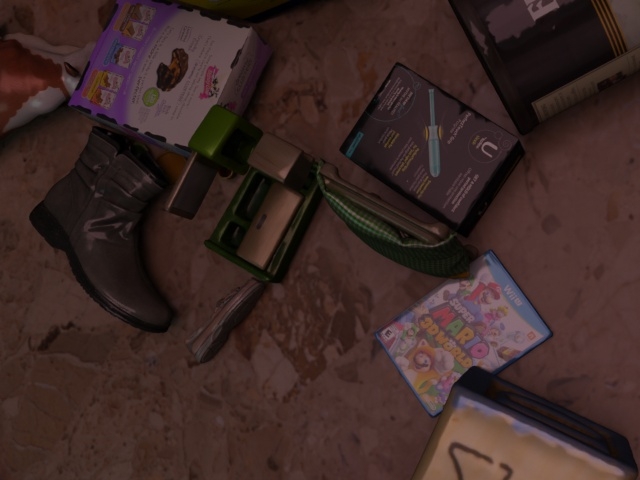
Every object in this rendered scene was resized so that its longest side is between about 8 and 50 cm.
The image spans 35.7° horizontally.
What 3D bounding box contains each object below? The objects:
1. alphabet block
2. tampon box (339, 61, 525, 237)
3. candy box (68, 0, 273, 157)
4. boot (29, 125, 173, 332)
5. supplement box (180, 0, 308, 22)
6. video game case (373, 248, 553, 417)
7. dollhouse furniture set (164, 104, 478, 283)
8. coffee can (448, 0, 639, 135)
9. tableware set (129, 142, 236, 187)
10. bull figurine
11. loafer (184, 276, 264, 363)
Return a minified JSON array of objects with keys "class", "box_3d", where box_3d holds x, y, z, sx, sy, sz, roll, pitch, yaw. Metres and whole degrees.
[{"class":"alphabet block","box_3d":[0.189,0.261,1.005,0.192,0.193,0.197,25,95,15]},{"class":"tampon box","box_3d":[0.126,-0.098,1.109,0.161,0.101,0.120,36,96,15]},{"class":"candy box","box_3d":[-0.181,-0.197,1.203,0.196,0.070,0.164,22,85,23]},{"class":"boot","box_3d":[-0.237,-0.018,1.210,0.246,0.083,0.161,44,103,17]},{"class":"supplement box","box_3d":[-0.130,-0.382,1.055,0.195,0.356,0.194,-13,80,37]},{"class":"video game case","box_3d":[0.160,0.106,1.127,0.166,0.015,0.119,-37,76,10]},{"class":"dollhouse furniture set","box_3d":[0.000,0.000,1.079,0.301,0.197,0.151,29,92,20]},{"class":"coffee can","box_3d":[0.284,-0.262,1.028,0.275,0.201,0.201,-28,78,11]},{"class":"tableware set","box_3d":[-0.171,-0.114,1.237,0.154,0.024,0.104,19,91,16]},{"class":"bull figurine","box_3d":[-0.428,-0.198,1.280,0.310,0.101,0.188,-33,73,9]},{"class":"loafer","box_3d":[-0.119,0.090,1.195,0.039,0.045,0.125,41,100,22]}]
